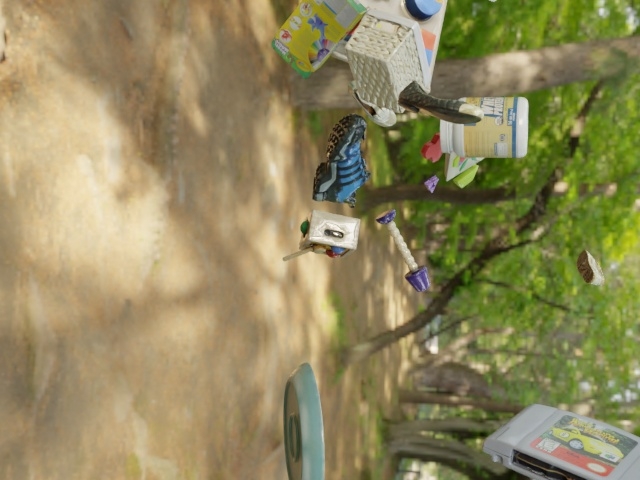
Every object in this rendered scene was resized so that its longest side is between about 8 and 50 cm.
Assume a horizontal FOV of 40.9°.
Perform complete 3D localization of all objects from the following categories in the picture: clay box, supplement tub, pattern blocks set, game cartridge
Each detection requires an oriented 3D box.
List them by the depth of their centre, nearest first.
[{"bbox_3d":[0.458,0.375,1.496,0.196,0.294,0.060,-14,114,-51],"label":"game cartridge"},{"bbox_3d":[-0.008,-0.498,2.006,0.222,0.127,0.053,-44,-178,37],"label":"clay box"},{"bbox_3d":[0.392,-0.270,2.050,0.144,0.200,0.144,2,90,-76],"label":"supplement tub"},{"bbox_3d":[0.391,-0.250,2.271,0.325,0.026,0.285,-41,147,-18],"label":"pattern blocks set"}]

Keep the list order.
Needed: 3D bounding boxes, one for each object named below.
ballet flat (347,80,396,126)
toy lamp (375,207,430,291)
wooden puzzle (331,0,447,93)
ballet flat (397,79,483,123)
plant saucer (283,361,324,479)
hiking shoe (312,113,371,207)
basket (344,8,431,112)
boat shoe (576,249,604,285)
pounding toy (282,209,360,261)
[{"bbox_3d":[0.132,-0.342,2.193,0.057,0.168,0.052,-48,-156,12],"label":"ballet flat"},{"bbox_3d":[0.264,0.036,2.708,0.274,0.080,0.080,60,14,-7],"label":"toy lamp"},{"bbox_3d":[0.191,-0.591,2.236,0.080,0.322,0.347,-15,-118,61],"label":"wooden puzzle"},{"bbox_3d":[0.179,-0.209,1.288,0.057,0.173,0.049,26,91,-41],"label":"ballet flat"},{"bbox_3d":[-0.041,0.421,1.837,0.317,0.044,0.317,178,-90,-79],"label":"plant saucer"},{"bbox_3d":[0.077,-0.211,2.241,0.304,0.132,0.113,117,-19,-49],"label":"hiking shoe"},{"bbox_3d":[0.127,-0.333,1.615,0.103,0.113,0.167,-55,150,-18],"label":"basket"},{"bbox_3d":[0.704,0.075,2.232,0.050,0.045,0.135,-59,-166,32],"label":"boat shoe"},{"bbox_3d":[0.000,0.000,1.928,0.130,0.141,0.100,137,-37,-73],"label":"pounding toy"}]
